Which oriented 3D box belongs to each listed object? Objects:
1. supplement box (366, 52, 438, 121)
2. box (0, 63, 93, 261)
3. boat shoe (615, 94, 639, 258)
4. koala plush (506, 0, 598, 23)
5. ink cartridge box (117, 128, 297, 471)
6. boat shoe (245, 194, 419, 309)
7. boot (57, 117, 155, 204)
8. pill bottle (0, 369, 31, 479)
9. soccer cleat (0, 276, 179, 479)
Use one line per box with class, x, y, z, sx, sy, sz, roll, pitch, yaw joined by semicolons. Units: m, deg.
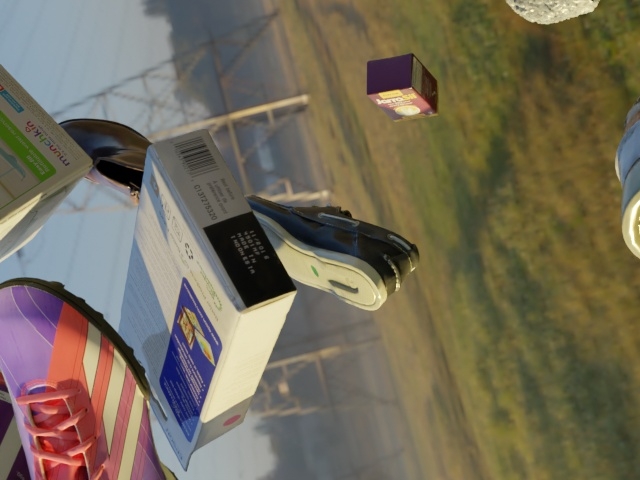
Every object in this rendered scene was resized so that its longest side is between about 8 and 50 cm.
supplement box;0.091;-0.166;1.330;0.083;0.055;0.043;32;-124;-58
box;-0.349;-0.075;0.908;0.262;0.127;0.231;46;-140;-2
boat shoe;0.312;-0.032;0.651;0.113;0.302;0.103;101;179;-47
koala plush;0.231;-0.300;0.937;0.203;0.221;0.196;36;-118;-48
ink cartridge box;-0.121;0.072;1.152;0.176;0.069;0.371;59;152;21
boat shoe;0.000;0.000;1.274;0.233;0.079;0.084;23;148;40
boot;-0.265;-0.106;1.593;0.207;0.248;0.090;-7;-62;-85
pill bottle;-0.395;0.291;1.319;0.323;0.181;0.182;-77;-21;-50
soccer cleat;-0.188;0.178;0.971;0.116;0.108;0.318;-60;-43;-53
